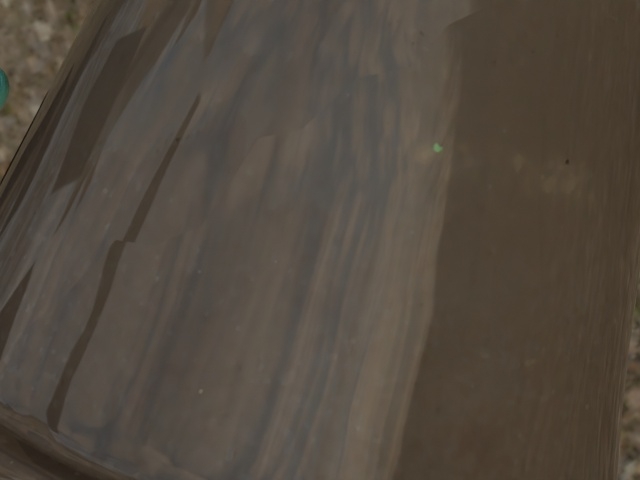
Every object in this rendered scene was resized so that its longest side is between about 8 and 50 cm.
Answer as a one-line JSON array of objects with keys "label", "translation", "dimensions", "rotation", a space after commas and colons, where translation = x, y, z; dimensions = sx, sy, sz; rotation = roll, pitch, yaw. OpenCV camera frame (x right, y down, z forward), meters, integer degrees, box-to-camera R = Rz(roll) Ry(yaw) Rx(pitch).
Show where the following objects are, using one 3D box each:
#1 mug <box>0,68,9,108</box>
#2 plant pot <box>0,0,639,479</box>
[{"label": "mug", "translation": [-0.401, -0.142, 1.417], "dimensions": [0.158, 0.129, 0.097], "rotation": [-8, 67, 27]}, {"label": "plant pot", "translation": [0.000, 0.000, 0.456], "dimensions": [0.263, 0.263, 0.229], "rotation": [25, 104, 38]}]
